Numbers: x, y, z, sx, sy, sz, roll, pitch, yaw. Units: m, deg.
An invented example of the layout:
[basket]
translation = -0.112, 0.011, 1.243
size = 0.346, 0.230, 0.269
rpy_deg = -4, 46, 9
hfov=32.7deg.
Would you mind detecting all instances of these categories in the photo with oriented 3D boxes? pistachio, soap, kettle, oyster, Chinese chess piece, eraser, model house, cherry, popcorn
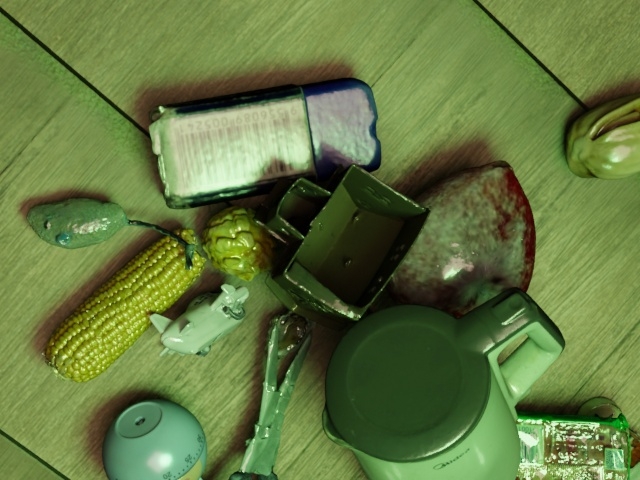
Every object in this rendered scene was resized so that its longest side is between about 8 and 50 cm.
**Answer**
[pistachio]
translation = 0.488, -0.163, 1.726
size = 0.206, 0.131, 0.129
rpy_deg = -21, 63, -11
[soap]
translation = 0.365, 0.357, 1.779
size = 0.274, 0.098, 0.217
rpy_deg = 2, 91, 6
[kettle]
translation = 0.198, 0.230, 1.580
size = 0.361, 0.250, 0.376
rpy_deg = -30, 151, -1
[oyster]
translation = -0.050, 0.142, 1.724
size = 0.100, 0.037, 0.098
rpy_deg = -31, 128, -26
[Chinese chess piece]
translation = 0.481, 0.312, 1.876
size = 0.084, 0.034, 0.084
rpy_deg = -3, 104, -11
[eraser]
translation = -0.083, -0.150, 1.609
size = 0.332, 0.101, 0.154
rpy_deg = -11, 104, -11
[model house]
translation = 0.000, 0.000, 1.590
size = 0.204, 0.243, 0.211
rpy_deg = 35, 77, -7
[cherry]
translation = 0.217, 0.016, 1.661
size = 0.230, 0.203, 0.300
rpy_deg = 24, 96, -13
[popcorn]
translation = -0.126, 0.006, 1.631
size = 0.106, 0.121, 0.116
rpy_deg = -7, 99, 24

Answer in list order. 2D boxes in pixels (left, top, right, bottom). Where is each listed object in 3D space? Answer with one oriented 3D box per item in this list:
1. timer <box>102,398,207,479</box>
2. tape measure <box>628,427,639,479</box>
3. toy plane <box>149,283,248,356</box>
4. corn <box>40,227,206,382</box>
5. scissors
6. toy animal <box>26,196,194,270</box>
[timer]
translation = -0.241, 0.367, 1.657
size = 0.175, 0.175, 0.255
rpy_deg = -13, 102, -9
[tape measure]
translation = 0.539, 0.502, 1.886
size = 0.258, 0.130, 0.265
rpy_deg = -45, 108, -2
[toy plane]
translation = -0.178, 0.121, 1.630
size = 0.174, 0.174, 0.080
rpy_deg = -38, 79, -2
[corn]
translation = -0.286, 0.097, 1.624
size = 0.293, 0.106, 0.106
rpy_deg = -41, 108, -3
[scissors]
translation = -0.091, 0.315, 1.698
size = 0.256, 0.029, 0.383
rpy_deg = 8, 98, -49
[toy animal]
translation = -0.301, -0.015, 1.589
size = 0.253, 0.070, 0.079
rpy_deg = 10, 89, 0
